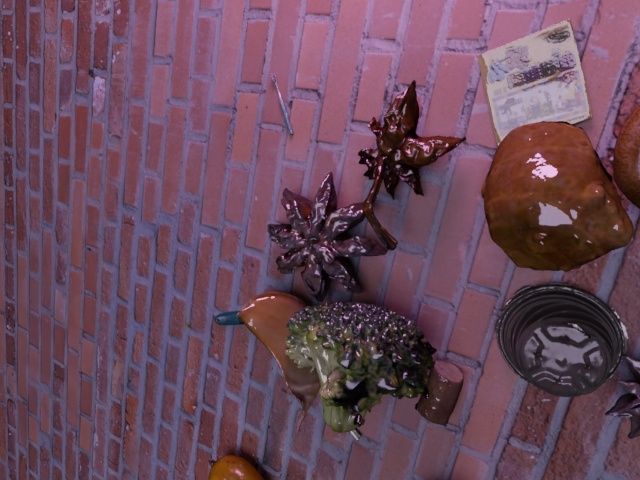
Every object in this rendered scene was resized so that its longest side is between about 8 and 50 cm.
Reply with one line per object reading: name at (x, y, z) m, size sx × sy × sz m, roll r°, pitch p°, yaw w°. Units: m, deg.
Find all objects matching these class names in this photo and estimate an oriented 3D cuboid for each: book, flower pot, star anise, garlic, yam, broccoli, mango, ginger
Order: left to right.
mango at (-0.230, 0.784, 1.231) m, size 0.176 × 0.119 × 0.316 m, roll -41°, pitch 88°, yaw 23°
garlic at (-0.084, 0.289, 1.035) m, size 0.151 × 0.196 × 0.338 m, roll -29°, pitch 87°, yaw 44°
star anise at (0.001, -0.002, 0.985) m, size 0.333 × 0.118 × 0.330 m, roll 5°, pitch 104°, yaw 22°
broccoli at (0.065, 0.277, 0.878) m, size 0.349 × 0.293 × 0.280 m, roll 7°, pitch 96°, yaw 20°
star anise at (0.171, -0.151, 0.859) m, size 0.238 × 0.148 × 0.345 m, roll 11°, pitch 90°, yaw 28°
yam at (0.275, 0.350, 0.925) m, size 0.084 × 0.084 × 0.127 m, roll 22°, pitch 110°, yaw 22°
book at (0.415, -0.301, 0.789) m, size 0.168 × 0.013 × 0.192 m, roll -13°, pitch 92°, yaw 29°
ginger at (0.398, -0.074, 0.719) m, size 0.201 × 0.223 × 0.269 m, roll -29°, pitch 91°, yaw 40°
flower pot at (0.461, 0.206, 0.776) m, size 0.236 × 0.141 × 0.235 m, roll 3°, pitch 98°, yaw 25°
star anise at (0.619, 0.278, 0.724) m, size 0.183 × 0.065 × 0.194 m, roll 10°, pitch 96°, yaw -6°

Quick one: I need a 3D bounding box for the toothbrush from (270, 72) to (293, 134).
toothbrush at (-0.099, -0.351, 1.037) m, size 0.011 × 0.014 × 0.166 m, roll -17°, pitch 90°, yaw 19°

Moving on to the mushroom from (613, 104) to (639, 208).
mushroom at (0.628, -0.131, 0.626) m, size 0.298 × 0.163 × 0.277 m, roll 17°, pitch 93°, yaw 17°

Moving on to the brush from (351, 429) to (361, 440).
brush at (0.077, 0.498, 1.084) m, size 0.084 × 0.013 × 0.016 m, roll 44°, pitch 110°, yaw 22°

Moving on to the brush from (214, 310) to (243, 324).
brush at (-0.246, 0.232, 1.192) m, size 0.194 × 0.032 × 0.043 m, roll -11°, pitch 93°, yaw 26°
